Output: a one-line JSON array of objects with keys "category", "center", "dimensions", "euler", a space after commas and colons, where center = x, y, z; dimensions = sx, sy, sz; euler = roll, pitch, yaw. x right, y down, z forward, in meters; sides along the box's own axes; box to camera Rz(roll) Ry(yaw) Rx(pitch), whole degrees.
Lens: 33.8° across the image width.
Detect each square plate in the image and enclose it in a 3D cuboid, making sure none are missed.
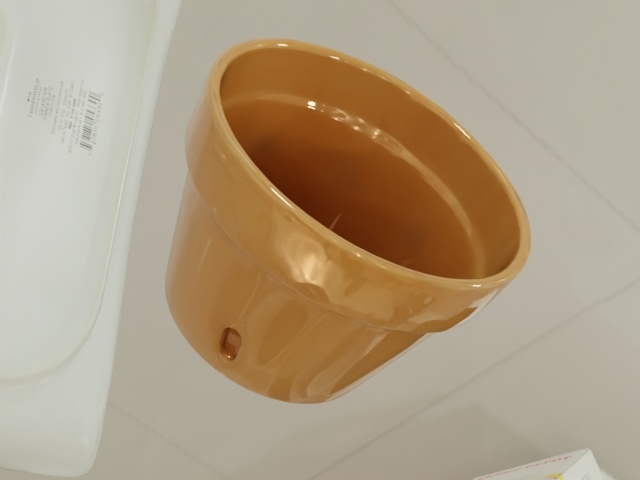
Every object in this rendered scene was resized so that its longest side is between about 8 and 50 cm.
[{"category": "square plate", "center": [-0.203, -0.084, 0.482], "dimensions": [0.344, 0.049, 0.347], "euler": [22, 70, -43]}]

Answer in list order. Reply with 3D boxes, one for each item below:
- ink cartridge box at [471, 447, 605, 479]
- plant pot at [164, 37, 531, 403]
[{"category": "ink cartridge box", "center": [0.219, 0.360, 1.170], "dimensions": [0.233, 0.171, 0.168], "euler": [-17, 83, -52]}, {"category": "plant pot", "center": [0.000, 0.000, 0.884], "dimensions": [0.291, 0.203, 0.291], "euler": [22, 34, -16]}]
